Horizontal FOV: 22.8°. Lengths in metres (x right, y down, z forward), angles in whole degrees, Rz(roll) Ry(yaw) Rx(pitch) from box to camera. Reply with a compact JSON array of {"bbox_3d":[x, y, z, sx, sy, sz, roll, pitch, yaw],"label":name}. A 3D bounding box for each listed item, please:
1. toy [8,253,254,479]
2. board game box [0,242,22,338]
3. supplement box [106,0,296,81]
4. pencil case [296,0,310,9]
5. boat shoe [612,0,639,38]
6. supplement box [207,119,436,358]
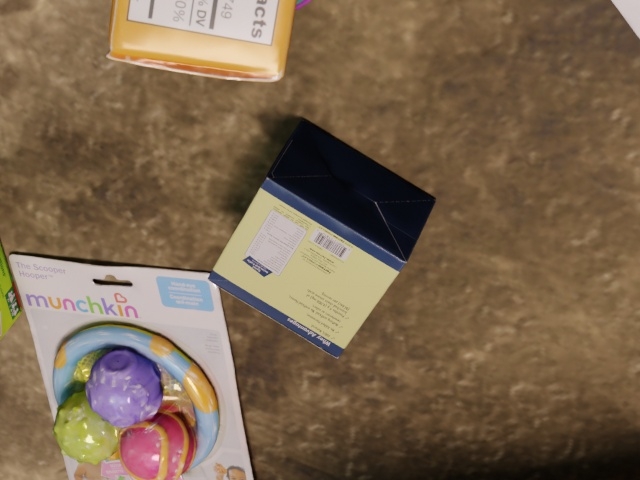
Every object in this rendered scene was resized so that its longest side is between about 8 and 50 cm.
[{"bbox_3d":[-0.115,0.124,0.974,0.137,0.056,0.237,4,127,19],"label":"toy"},{"bbox_3d":[-0.229,-0.005,0.899,0.043,0.092,0.181,6,128,19],"label":"board game box"},{"bbox_3d":[-0.031,-0.184,0.622,0.080,0.078,0.233,11,109,-3],"label":"supplement box"},{"bbox_3d":[-0.044,-0.175,0.701,0.152,0.064,0.070,42,132,-10],"label":"pencil case"},{"bbox_3d":[0.133,-0.167,0.627,0.076,0.080,0.228,-18,109,36],"label":"boat shoe"},{"bbox_3d":[0.000,0.000,0.825,0.083,0.056,0.083,32,132,-2],"label":"supplement box"}]
